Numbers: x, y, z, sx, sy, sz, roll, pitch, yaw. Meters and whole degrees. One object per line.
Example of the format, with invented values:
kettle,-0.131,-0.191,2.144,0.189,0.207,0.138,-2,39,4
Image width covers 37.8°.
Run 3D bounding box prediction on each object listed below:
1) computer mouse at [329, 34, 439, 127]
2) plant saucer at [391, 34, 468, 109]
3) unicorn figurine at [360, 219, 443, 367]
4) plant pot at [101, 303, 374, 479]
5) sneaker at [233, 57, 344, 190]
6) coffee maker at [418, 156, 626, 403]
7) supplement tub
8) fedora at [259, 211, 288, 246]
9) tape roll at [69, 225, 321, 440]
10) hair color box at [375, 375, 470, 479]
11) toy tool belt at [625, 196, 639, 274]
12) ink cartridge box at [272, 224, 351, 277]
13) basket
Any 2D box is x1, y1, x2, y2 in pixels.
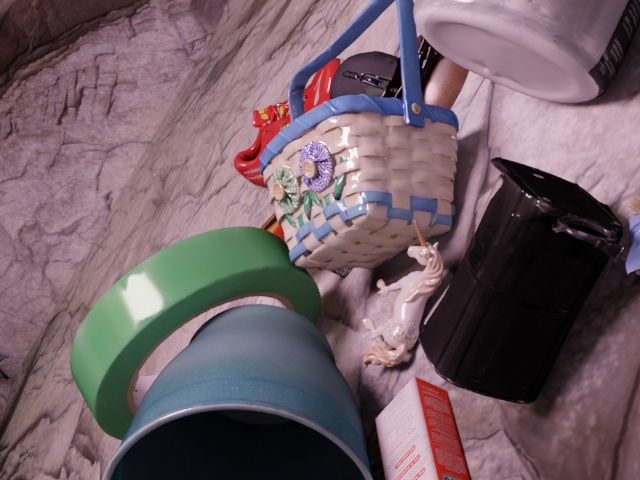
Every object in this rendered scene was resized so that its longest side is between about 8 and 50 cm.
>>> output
computer mouse,0.083,-0.252,1.300,0.184,0.060,0.262,-63,22,6
plant saucer,0.133,-0.216,1.277,0.198,0.036,0.199,-48,27,34
unicorn figurine,0.095,0.065,1.039,0.111,0.060,0.162,-8,75,64
plant pot,-0.076,0.207,1.005,0.272,0.271,0.255,-54,15,24
sneaker,-0.055,-0.199,1.577,0.279,0.118,0.107,-53,25,28
coffee maker,0.160,0.040,0.776,0.171,0.120,0.178,-47,-20,-70
supplement tub,0.245,-0.323,0.901,0.338,0.207,0.207,-65,21,-2
fedora,-0.019,-0.025,1.325,0.194,0.079,0.194,-44,7,7
tape roll,-0.152,0.124,1.185,0.077,0.321,0.321,51,119,29
hair color box,0.096,0.205,0.885,0.072,0.043,0.141,-53,23,27
toy tool belt,0.255,0.010,0.722,0.052,0.051,0.083,-34,37,53
ink cartridge box,0.000,0.000,1.234,0.063,0.115,0.029,-53,26,27
basket,0.045,-0.124,1.124,0.254,0.201,0.289,-35,52,53
